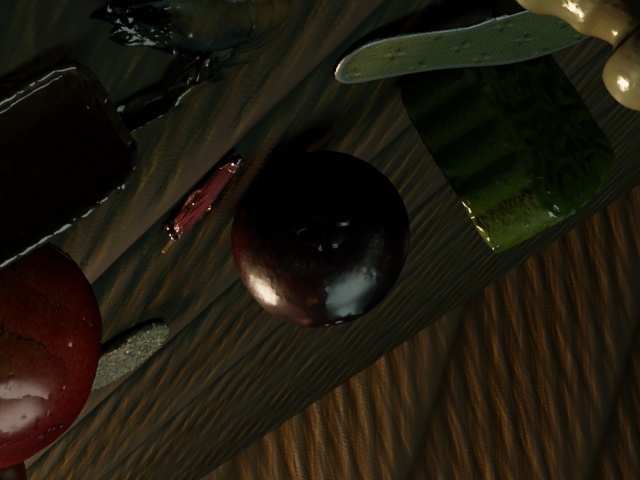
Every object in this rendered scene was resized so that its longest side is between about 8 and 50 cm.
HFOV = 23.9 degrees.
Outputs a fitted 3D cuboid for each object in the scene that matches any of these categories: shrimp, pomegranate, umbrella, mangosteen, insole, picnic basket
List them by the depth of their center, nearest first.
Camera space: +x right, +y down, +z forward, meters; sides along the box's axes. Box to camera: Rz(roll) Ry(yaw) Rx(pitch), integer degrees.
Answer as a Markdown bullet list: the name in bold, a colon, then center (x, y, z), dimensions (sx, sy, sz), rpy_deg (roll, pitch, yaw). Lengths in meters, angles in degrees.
- **picnic basket**: center (-0.230, -0.044, 1.084), dimensions (0.193, 0.110, 0.055), rpy_deg (-32, -168, -11)
- **shrimp**: center (-0.129, -0.128, 1.150), dimensions (0.198, 0.051, 0.262), rpy_deg (-40, 170, 25)
- **pomegranate**: center (-0.285, 0.075, 1.185), dimensions (0.235, 0.210, 0.210), rpy_deg (26, 129, -29)
- **insole**: center (0.162, -0.201, 1.542), dimensions (0.322, 0.007, 0.109), rpy_deg (-12, 156, -23)
- **umbrella**: center (-0.125, -0.038, 1.566), dimensions (0.165, 0.027, 0.025), rpy_deg (-46, -152, 39)
- **mangosteen**: center (0.000, 0.000, 1.658), dimensions (0.210, 0.210, 0.210), rpy_deg (-33, 168, -8)

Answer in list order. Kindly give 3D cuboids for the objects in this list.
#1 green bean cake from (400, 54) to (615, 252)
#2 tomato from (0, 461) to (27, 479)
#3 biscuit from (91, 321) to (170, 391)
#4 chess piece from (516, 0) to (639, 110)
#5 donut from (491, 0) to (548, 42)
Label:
- **green bean cake**: center (0.221, -0.120, 1.723), dimensions (0.125, 0.222, 0.248), rpy_deg (-33, 176, 30)
- **tomato**: center (-0.488, 0.374, 2.026), dimensions (0.228, 0.101, 0.228), rpy_deg (-31, 170, -6)
- **biscuit**: center (-0.259, 0.151, 1.956), dimensions (0.152, 0.020, 0.152), rpy_deg (-33, 167, -9)
- **chess piece**: center (0.306, -0.197, 1.379), dimensions (0.182, 0.330, 0.182), rpy_deg (-33, 167, -9)
- **donut**: center (0.255, -0.268, 1.606), dimensions (0.174, 0.068, 0.174), rpy_deg (-31, 169, -7)
